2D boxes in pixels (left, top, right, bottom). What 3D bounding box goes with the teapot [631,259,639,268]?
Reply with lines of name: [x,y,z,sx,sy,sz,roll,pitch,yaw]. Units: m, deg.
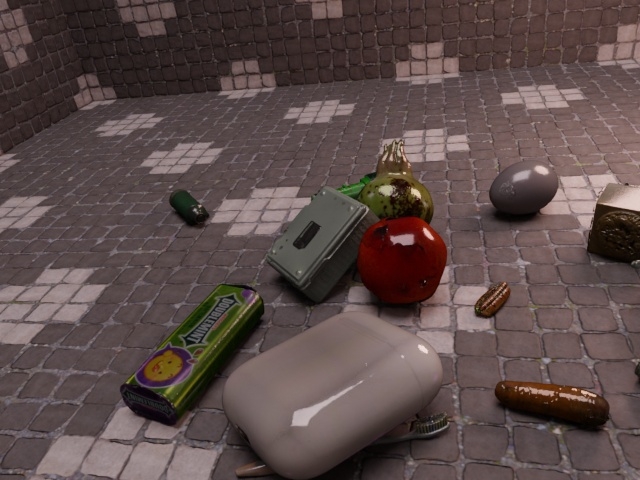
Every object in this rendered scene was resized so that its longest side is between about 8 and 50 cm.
teapot: [0.789,0.053,1.128,0.294,0.193,0.130,22,71,4]

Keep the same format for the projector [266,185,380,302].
projector: [0.000,0.000,1.373,0.257,0.099,0.192,-51,39,-4]

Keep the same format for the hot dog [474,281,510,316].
hot dog: [0.384,0.128,1.235,0.049,0.037,0.122,21,43,36]

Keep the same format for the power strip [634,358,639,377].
power strip: [0.676,0.181,1.029,0.272,0.078,0.052,-27,36,-29]

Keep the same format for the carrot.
carrot: [0.396,0.274,0.957,0.186,0.060,0.060,7,33,26]

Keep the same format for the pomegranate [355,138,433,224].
pomegranate: [0.210,-0.118,1.478,0.203,0.277,0.222,26,3,15]

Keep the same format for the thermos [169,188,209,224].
thermos: [-0.422,-0.100,1.800,0.073,0.083,0.187,-41,40,-11]

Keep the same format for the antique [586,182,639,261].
antique: [0.734,-0.040,1.330,0.151,0.147,0.148,16,40,34]

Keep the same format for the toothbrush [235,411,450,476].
toothbrush: [0.039,0.352,0.944,0.375,0.037,0.028,-13,27,-3]

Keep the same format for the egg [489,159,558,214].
egg: [0.566,-0.146,1.549,0.198,0.147,0.146,-19,31,-5]

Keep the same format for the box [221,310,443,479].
box: [0.017,0.254,0.975,0.348,0.141,0.288,-24,20,-26]

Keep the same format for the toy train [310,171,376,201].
toy train: [0.083,-0.119,1.652,0.251,0.119,0.085,-16,32,-16]

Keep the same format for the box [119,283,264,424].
box: [-0.255,0.221,1.172,0.134,0.097,0.345,9,34,24]

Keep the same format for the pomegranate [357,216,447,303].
pomegranate: [0.186,0.042,1.272,0.210,0.210,0.235,-2,11,10]
